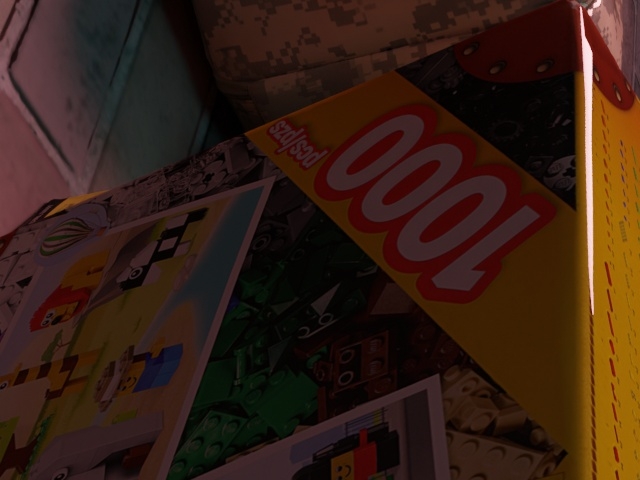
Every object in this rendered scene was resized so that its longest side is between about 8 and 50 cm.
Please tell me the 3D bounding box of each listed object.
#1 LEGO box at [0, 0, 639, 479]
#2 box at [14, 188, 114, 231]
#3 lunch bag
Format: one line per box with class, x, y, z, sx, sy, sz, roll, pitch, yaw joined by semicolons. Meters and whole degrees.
LEGO box;-0.025;0.177;0.642;0.193;0.372;0.500;53;28;-32
box;-0.048;0.004;0.916;0.058;0.232;0.087;-56;133;-63
lunch bag;0.054;-0.215;1.163;0.213;0.305;0.256;-79;151;-43
